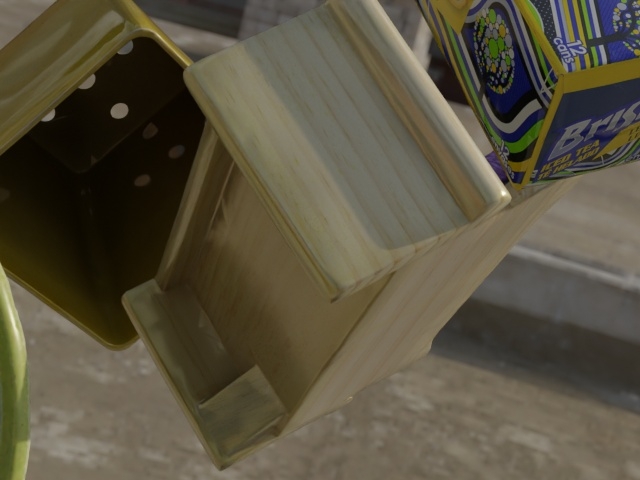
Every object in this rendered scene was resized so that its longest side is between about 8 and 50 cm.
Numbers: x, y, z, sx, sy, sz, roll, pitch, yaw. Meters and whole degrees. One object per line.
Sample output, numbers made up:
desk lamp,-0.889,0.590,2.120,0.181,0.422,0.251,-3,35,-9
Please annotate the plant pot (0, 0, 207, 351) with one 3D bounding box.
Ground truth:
plant pot,-0.170,-0.081,1.128,0.212,0.212,0.187,43,12,-39

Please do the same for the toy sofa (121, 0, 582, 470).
toy sofa,0.000,0.000,0.893,0.177,0.362,0.150,-27,76,-23

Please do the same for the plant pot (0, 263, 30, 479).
plant pot,-0.315,0.081,0.627,0.276,0.276,0.254,21,10,27

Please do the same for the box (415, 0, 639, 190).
box,0.055,-0.100,0.434,0.059,0.054,0.169,-14,58,-17
